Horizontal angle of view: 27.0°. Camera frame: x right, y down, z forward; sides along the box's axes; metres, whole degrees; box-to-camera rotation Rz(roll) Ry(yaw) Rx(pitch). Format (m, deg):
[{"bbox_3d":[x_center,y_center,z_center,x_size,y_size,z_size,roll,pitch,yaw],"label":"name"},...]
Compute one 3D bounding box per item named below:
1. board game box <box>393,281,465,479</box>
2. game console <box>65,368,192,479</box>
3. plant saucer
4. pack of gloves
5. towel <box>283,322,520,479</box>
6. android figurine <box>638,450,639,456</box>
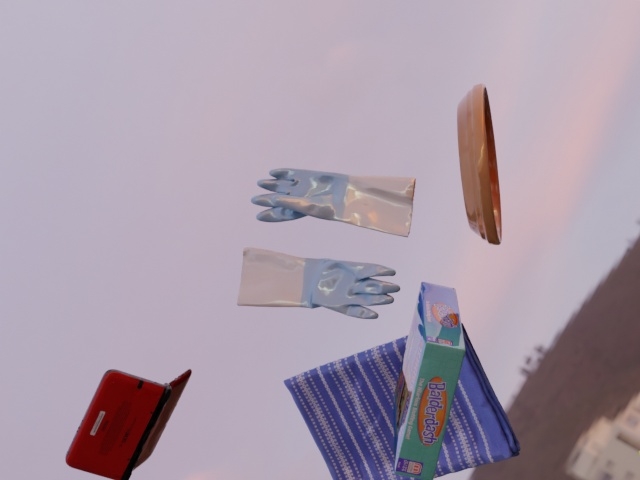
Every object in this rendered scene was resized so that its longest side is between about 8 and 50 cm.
[{"bbox_3d":[0.122,0.156,1.528,0.210,0.047,0.160,-79,1,-73],"label":"board game box"},{"bbox_3d":[-0.238,0.218,1.659,0.144,0.124,0.085,-63,21,17],"label":"game console"},{"bbox_3d":[0.194,-0.092,1.636,0.200,0.037,0.200,-5,-90,-78],"label":"plant saucer"},{"bbox_3d":[0.000,0.000,1.774,0.046,0.232,0.195,26,-109,-69],"label":"pack of gloves"},{"bbox_3d":[0.128,0.281,2.127,0.336,0.243,0.040,-22,9,27],"label":"towel"},{"bbox_3d":[0.511,0.269,1.651,0.248,0.273,0.056,-36,-66,-18],"label":"android figurine"}]
